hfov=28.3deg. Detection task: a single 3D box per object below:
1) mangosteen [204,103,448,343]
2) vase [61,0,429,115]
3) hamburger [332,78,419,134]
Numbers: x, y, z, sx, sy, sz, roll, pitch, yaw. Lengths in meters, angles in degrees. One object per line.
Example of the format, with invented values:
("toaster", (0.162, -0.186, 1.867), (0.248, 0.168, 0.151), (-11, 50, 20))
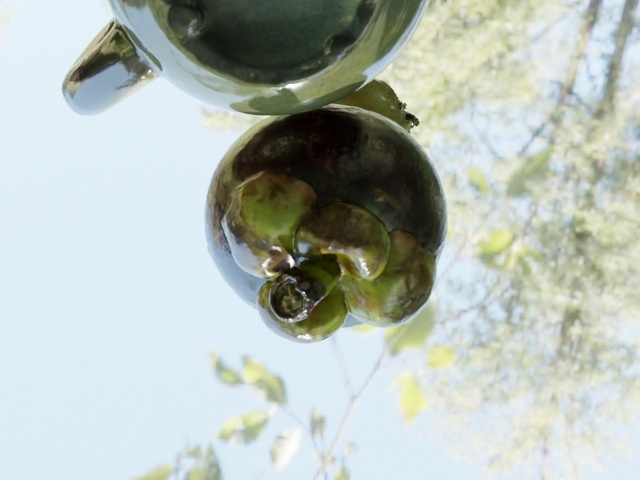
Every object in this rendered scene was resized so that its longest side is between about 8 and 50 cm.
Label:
("mangosteen", (0.000, 0.000, 0.975), (0.192, 0.192, 0.217), (8, -143, 4))
("vase", (-0.072, -0.209, 0.970), (0.329, 0.241, 0.302), (-36, -160, 14))
("hamburger", (0.021, -0.118, 1.475), (0.185, 0.159, 0.131), (4, -178, 4))
